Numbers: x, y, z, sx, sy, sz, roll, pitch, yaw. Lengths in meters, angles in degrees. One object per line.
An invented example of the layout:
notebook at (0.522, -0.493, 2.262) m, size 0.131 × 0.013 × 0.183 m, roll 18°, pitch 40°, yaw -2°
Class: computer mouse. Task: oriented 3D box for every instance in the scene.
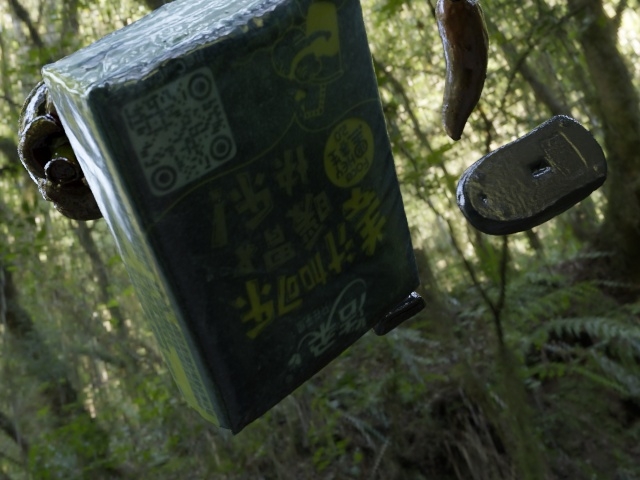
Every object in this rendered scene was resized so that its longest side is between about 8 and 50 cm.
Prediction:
computer mouse at (0.317, -0.088, 1.395) m, size 0.270 × 0.137 × 0.086 m, roll -29°, pitch -15°, yaw -20°

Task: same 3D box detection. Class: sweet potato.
sweet potato at (0.270, -0.332, 1.690) m, size 0.098 × 0.097 × 0.291 m, roll -12°, pitch -70°, yaw -14°

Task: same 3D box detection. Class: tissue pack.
tissue pack at (-0.038, -0.027, 0.571) m, size 0.185 × 0.081 × 0.257 m, roll -35°, pitch -51°, yaw -26°

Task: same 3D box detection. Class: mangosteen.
mangosteen at (-0.286, -0.120, 1.127) m, size 0.211 × 0.211 × 0.250 m, roll -30°, pitch 10°, yaw 18°

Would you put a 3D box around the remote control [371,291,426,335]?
remote control at (0.000, 0.000, 0.869) m, size 0.063 × 0.245 × 0.025 m, roll -28°, pitch -37°, yaw -29°
